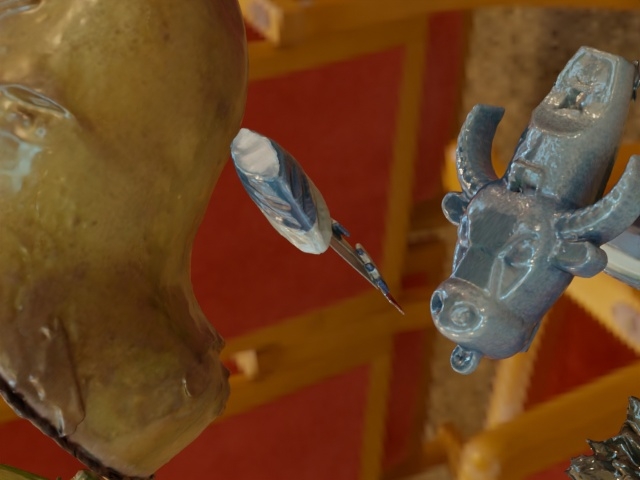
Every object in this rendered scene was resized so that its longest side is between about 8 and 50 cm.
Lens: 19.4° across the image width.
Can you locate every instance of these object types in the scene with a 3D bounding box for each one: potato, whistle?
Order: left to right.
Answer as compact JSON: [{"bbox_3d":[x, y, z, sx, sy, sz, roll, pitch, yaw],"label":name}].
[{"bbox_3d":[-0.148,-0.058,1.364,0.397,0.296,0.290,52,-172,8],"label":"potato"},{"bbox_3d":[0.162,-0.022,1.407,0.180,0.093,0.269,22,90,47],"label":"whistle"}]

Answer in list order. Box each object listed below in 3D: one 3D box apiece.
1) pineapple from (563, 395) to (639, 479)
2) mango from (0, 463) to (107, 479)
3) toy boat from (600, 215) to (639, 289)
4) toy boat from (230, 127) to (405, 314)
[{"bbox_3d":[0.315,0.244,1.204,0.362,0.202,0.202,34,132,25],"label":"pineapple"},{"bbox_3d":[-0.109,0.179,0.475,0.149,0.185,0.273,55,-149,-33],"label":"mango"},{"bbox_3d":[0.366,0.014,1.590,0.299,0.096,0.062,7,131,25],"label":"toy boat"},{"bbox_3d":[-0.001,-0.001,1.058,0.149,0.034,0.105,53,-178,-16],"label":"toy boat"}]
